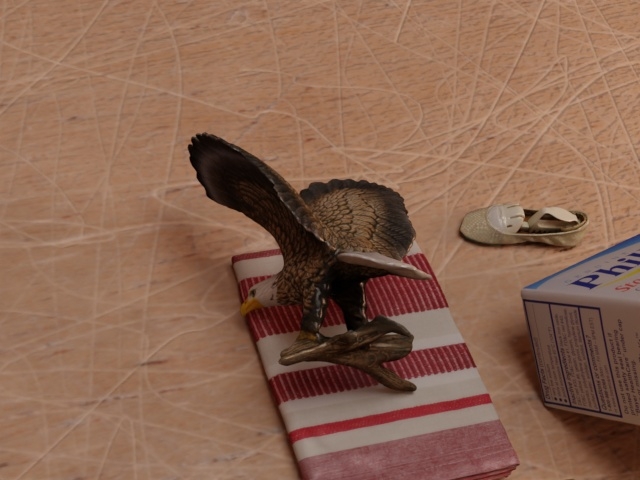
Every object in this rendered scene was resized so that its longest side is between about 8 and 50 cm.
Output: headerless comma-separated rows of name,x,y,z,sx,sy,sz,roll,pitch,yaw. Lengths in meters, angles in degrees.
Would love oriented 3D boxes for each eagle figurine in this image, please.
eagle figurine,-0.010,0.004,1.416,0.225,0.226,0.298,-13,59,1

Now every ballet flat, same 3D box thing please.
ballet flat,0.255,-0.026,1.649,0.168,0.052,0.057,2,53,-17

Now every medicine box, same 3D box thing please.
medicine box,0.418,0.087,1.456,0.263,0.289,0.149,-22,105,-32

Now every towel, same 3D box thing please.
towel,0.053,0.137,1.466,0.237,0.037,0.329,-7,55,-21

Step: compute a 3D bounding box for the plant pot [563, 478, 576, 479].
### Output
plant pot,0.182,0.409,1.175,0.275,0.275,0.293,-24,80,-32
